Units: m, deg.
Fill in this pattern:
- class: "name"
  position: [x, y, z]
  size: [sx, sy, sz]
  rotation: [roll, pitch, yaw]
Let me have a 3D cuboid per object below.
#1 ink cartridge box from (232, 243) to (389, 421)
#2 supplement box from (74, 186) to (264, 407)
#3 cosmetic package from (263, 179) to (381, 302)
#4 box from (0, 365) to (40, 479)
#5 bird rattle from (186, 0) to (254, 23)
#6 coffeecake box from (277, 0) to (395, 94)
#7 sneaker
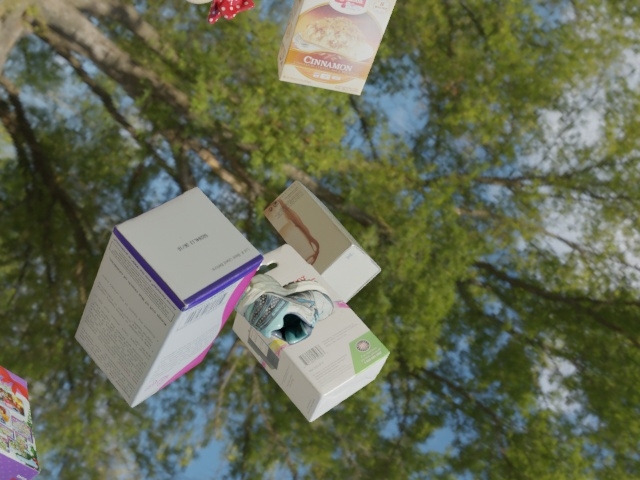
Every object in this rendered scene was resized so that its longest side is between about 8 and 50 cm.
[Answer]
- class: "ink cartridge box"
  position: [-0.047, 0.194, 1.919]
  size: [0.353, 0.207, 0.119]
  rotation: [48, -36, 22]
- class: "supplement box"
  position: [-0.166, 0.064, 0.925]
  size: [0.111, 0.114, 0.220]
  rotation: [-32, 162, -42]
- class: "cosmetic package"
  position: [0.000, 0.000, 2.184]
  size: [0.129, 0.153, 0.296]
  rotation: [-44, -134, 4]
- class: "box"
  position: [-0.535, 0.218, 1.238]
  size: [0.057, 0.293, 0.201]
  rotation: [-40, -140, 6]
- class: "bird rattle"
  position: [-0.260, -0.616, 1.976]
  size: [0.143, 0.207, 0.253]
  rotation: [42, -46, 37]
- class: "coffeecake box"
  position: [0.022, -0.338, 1.397]
  size: [0.068, 0.142, 0.185]
  rotation: [-98, -158, -46]
- class: "sneaker"
  position: [-0.055, 0.150, 1.682]
  size: [0.110, 0.283, 0.122]
  rotation: [-48, -118, 20]
